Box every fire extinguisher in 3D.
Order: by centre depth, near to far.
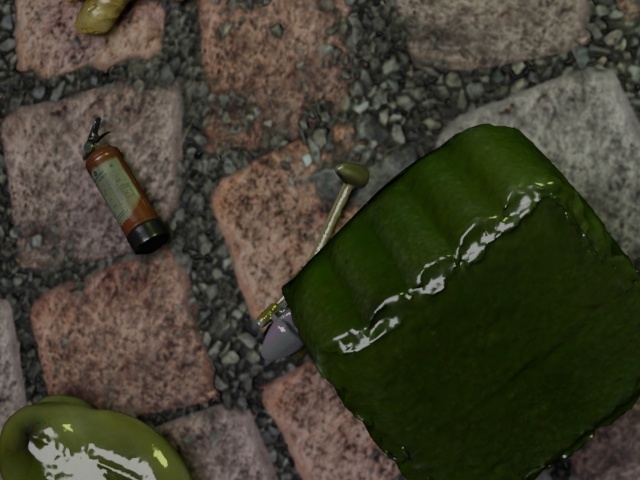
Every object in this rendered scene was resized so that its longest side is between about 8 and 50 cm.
[{"bbox_3d":[-0.245,-0.067,1.992,0.062,0.050,0.177,-44,69,32],"label":"fire extinguisher"}]

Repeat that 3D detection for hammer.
[{"bbox_3d":[0.000,0.000,1.881,0.028,0.060,0.195,26,98,23],"label":"hammer"}]

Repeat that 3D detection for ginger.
[{"bbox_3d":[-0.188,-0.349,1.997,0.299,0.065,0.118,-19,90,21],"label":"ginger"}]

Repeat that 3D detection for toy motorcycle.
[{"bbox_3d":[0.016,0.053,1.806,0.225,0.152,0.073,-43,100,12],"label":"toy motorcycle"}]

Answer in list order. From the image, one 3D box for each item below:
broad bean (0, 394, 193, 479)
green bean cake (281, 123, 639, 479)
[{"bbox_3d":[-0.266,0.289,1.917,0.263,0.121,0.189,27,98,21],"label":"broad bean"},{"bbox_3d":[0.164,0.077,1.652,0.319,0.335,0.218,-36,35,4],"label":"green bean cake"}]
